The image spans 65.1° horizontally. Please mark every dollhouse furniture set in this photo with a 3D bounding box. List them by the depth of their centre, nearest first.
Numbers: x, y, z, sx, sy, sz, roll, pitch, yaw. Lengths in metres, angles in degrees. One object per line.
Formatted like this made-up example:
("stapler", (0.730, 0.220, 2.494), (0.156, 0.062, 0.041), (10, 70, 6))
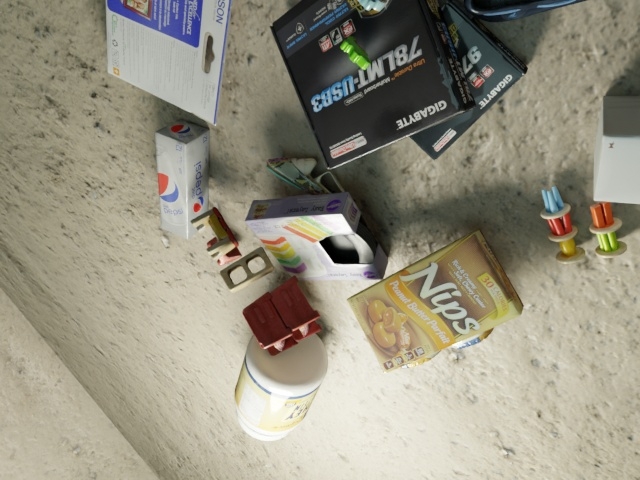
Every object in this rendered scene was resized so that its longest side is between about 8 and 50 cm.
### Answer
("dollhouse furniture set", (-0.156, 0.092, 1.268), (0.374, 0.152, 0.201), (58, 172, 15))

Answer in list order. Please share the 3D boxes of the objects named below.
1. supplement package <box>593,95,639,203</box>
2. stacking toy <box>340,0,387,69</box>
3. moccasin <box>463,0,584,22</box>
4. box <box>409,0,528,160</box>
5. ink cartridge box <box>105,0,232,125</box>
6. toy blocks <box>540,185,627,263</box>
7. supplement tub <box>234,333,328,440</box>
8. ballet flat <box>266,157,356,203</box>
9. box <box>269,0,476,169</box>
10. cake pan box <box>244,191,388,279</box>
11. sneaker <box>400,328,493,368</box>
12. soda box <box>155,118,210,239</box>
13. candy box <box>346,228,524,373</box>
("supplement package", (0.474, -0.141, 0.753), (0.105, 0.179, 0.105), (8, 125, 25))
("stacking toy", (0.052, -0.407, 0.774), (0.221, 0.052, 0.167), (52, 141, 0))
("moccasin", (0.370, -0.377, 0.691), (0.341, 0.117, 0.138), (-15, 113, 36))
("box", (0.219, -0.277, 0.887), (0.175, 0.051, 0.220), (43, 131, -2))
("ink cartridge box", (-0.317, -0.445, 1.064), (0.307, 0.072, 0.304), (26, 129, 8))
("toy blocks", (0.472, -0.038, 0.910), (0.123, 0.054, 0.148), (-13, 114, 36))
("supplement tub", (-0.122, 0.408, 1.433), (0.228, 0.228, 0.316), (28, 131, 9))
("ballet flat", (-0.013, -0.131, 1.112), (0.221, 0.077, 0.079), (37, 109, -7))
("box", (0.080, -0.309, 0.877), (0.295, 0.073, 0.294), (-16, 98, 41))
("cake pan box", (0.000, 0.000, 1.140), (0.266, 0.070, 0.246), (-2, 144, 30))
("sneaker", (0.254, 0.202, 1.178), (0.296, 0.112, 0.131), (-34, 90, 33))
("soda box", (-0.344, -0.149, 1.260), (0.091, 0.098, 0.287), (23, 130, 14))
("candy box", (0.234, 0.131, 1.055), (0.316, 0.087, 0.183), (-31, 83, 26))
